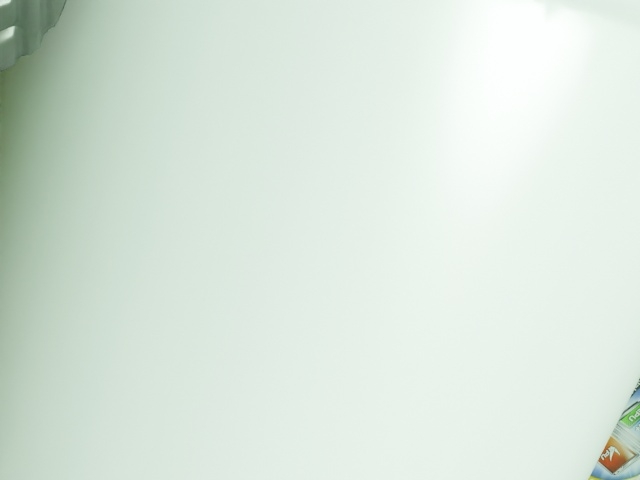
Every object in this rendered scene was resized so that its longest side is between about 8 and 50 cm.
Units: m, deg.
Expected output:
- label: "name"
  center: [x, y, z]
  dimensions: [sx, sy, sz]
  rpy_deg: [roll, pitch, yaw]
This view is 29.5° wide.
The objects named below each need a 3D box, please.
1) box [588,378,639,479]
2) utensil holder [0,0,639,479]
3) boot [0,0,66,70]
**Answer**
- label: "box"
  center: [0.225, 0.054, 0.813]
  dimensions: [0.270, 0.216, 0.060]
  rpy_deg: [-43, 131, -5]
- label: "utensil holder"
  center: [0.000, 0.000, 0.560]
  dimensions: [0.328, 0.327, 0.385]
  rpy_deg: [6, 113, -36]
- label: "boot"
  center: [-0.123, -0.239, 0.368]
  dimensions: [0.118, 0.222, 0.338]
  rpy_deg: [3, 135, -35]
